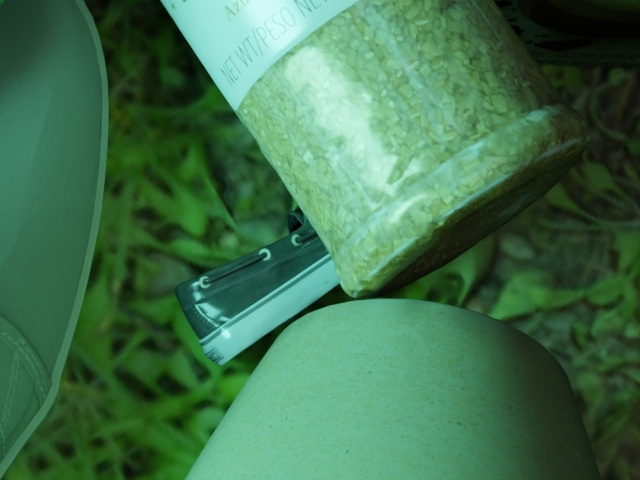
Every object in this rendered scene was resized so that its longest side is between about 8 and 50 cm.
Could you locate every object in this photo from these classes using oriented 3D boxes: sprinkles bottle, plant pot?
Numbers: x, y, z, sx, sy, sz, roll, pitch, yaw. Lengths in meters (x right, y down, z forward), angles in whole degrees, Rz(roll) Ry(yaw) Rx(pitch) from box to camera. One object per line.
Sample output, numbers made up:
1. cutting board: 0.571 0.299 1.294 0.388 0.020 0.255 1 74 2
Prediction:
1. sprinkles bottle: -0.032 -0.152 0.807 0.121 0.121 0.355 -30 80 -21
2. plant pot: 0.019 0.169 0.737 0.256 0.256 0.274 19 57 -14

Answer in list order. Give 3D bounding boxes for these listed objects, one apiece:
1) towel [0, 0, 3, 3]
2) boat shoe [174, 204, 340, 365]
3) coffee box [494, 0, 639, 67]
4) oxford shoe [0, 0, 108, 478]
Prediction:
1. towel: -0.262 -0.111 0.744 0.325 0.038 0.248 -42 70 -15
2. boat shoe: 0.000 0.000 0.852 0.142 0.049 0.040 -35 91 -19
3. coffee box: 0.154 -0.167 0.804 0.168 0.297 0.119 0 78 -18
4. oxford shoe: -0.195 0.071 0.732 0.169 0.130 0.449 27 70 -9
